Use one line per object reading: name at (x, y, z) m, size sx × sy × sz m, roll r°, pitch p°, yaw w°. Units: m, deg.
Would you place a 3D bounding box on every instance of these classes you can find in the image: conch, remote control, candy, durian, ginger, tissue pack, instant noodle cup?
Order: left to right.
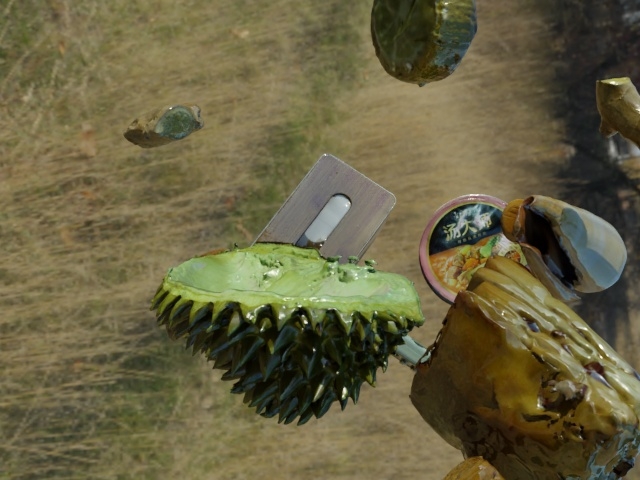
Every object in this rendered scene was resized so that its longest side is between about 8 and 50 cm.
ginger at (-0.303, -0.212, 1.538) m, size 0.138 × 0.213 × 0.074 m, roll -12°, pitch 99°, yaw -28°
durian at (-0.061, 0.056, 0.863) m, size 0.198 × 0.394 × 0.163 m, roll -49°, pitch 117°, yaw -11°
tissue pack at (-0.001, -0.001, 1.467) m, size 0.246 × 0.159 × 0.136 m, roll -54°, pitch 172°, yaw -21°
candy at (0.195, -0.433, 1.600) m, size 0.118 × 0.260 × 0.259 m, roll -4°, pitch 83°, yaw -27°
remote control at (0.231, 0.268, 1.739) m, size 0.056 × 0.296 × 0.140 m, roll -54°, pitch 176°, yaw -7°
instant noodle cup at (0.315, 0.027, 1.779) m, size 0.255 × 0.244 × 0.243 m, roll 50°, pitch 31°, yaw -88°
conch at (0.398, 0.000, 1.370) m, size 0.255 × 0.158 × 0.127 m, roll 39°, pitch 5°, yaw -28°
ginger at (0.507, -0.135, 1.156) m, size 0.299 × 0.118 × 0.065 m, roll 45°, pitch 38°, yaw 23°

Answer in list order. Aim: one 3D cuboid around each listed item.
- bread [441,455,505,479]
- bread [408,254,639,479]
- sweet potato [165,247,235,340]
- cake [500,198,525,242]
bread at (0.064, 0.377, 0.808) m, size 0.109 × 0.380 × 0.185 m, roll 44°, pitch -3°, yaw 10°
bread at (0.241, 0.203, 1.054) m, size 0.324 × 0.167 × 0.277 m, roll 57°, pitch -35°, yaw 42°
sweet potato at (-0.173, 0.081, 1.304) m, size 0.359 × 0.112 × 0.112 m, roll 140°, pitch -49°, yaw -62°
cake at (0.376, -0.035, 1.530) m, size 0.044 × 0.084 × 0.084 m, roll 9°, pitch 70°, yaw -39°
